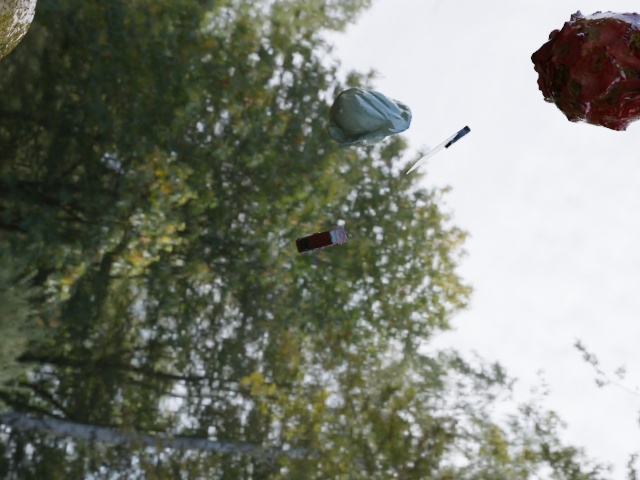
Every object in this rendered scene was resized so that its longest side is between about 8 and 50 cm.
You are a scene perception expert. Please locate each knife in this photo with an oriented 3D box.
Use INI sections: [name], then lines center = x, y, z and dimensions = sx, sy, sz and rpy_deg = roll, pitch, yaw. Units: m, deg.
[knife]
center = 0.275, -0.212, 1.825
dimensions = 0.019, 0.245, 0.072
rpy_deg = 51, -39, 4

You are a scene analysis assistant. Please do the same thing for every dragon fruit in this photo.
[dragon fruit]
center = 0.485, -0.279, 1.360
dimensions = 0.205, 0.210, 0.268
rpy_deg = -40, -152, -13

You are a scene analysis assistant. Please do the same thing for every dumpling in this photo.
[dumpling]
center = 0.089, -0.220, 1.561
dimensions = 0.219, 0.152, 0.108
rpy_deg = -54, 172, -47

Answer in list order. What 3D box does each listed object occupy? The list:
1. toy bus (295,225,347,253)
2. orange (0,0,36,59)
[toy bus]
center = 0.000, 0.000, 1.398
dimensions = 0.110, 0.043, 0.031
rpy_deg = -16, -91, 53
[orange]
center = -0.403, -0.267, 0.812
dimensions = 0.236, 0.236, 0.236
rpy_deg = -37, -133, 53
